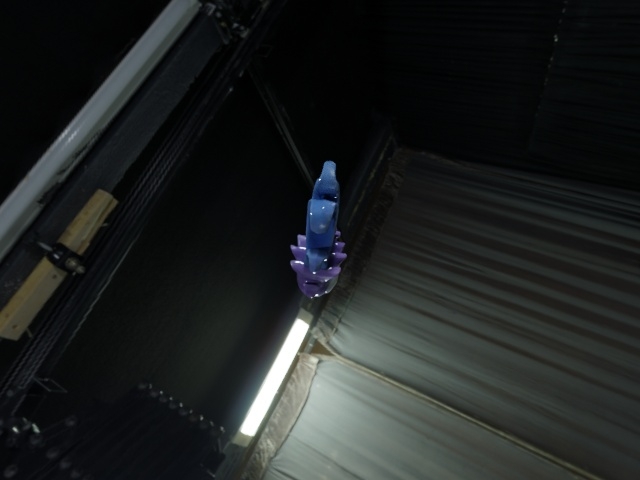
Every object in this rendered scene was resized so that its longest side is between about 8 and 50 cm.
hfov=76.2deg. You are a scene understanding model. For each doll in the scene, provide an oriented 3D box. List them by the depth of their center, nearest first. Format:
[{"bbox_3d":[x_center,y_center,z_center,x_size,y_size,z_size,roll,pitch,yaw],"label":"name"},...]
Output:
[{"bbox_3d":[0.000,0.000,0.475,0.205,0.067,0.109,97,-174,-46],"label":"doll"}]
